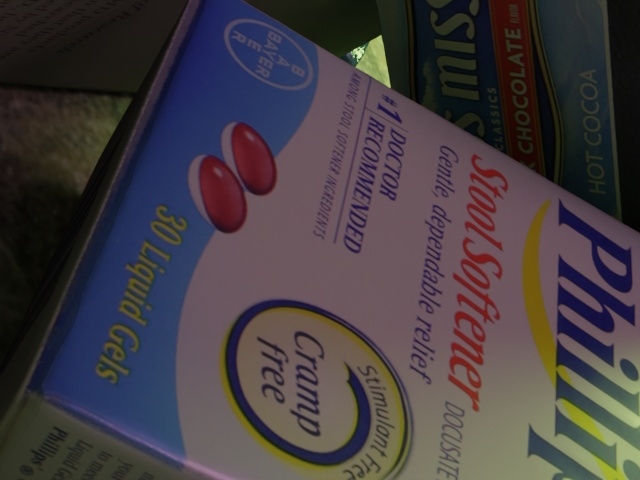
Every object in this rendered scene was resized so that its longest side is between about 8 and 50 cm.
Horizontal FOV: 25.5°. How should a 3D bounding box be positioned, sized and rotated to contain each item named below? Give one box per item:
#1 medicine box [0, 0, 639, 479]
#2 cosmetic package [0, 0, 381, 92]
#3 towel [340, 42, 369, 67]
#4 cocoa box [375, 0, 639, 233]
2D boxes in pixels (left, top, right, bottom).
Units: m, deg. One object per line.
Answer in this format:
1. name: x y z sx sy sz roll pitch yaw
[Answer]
1. medicine box: 0.019 0.077 0.585 0.289 0.149 0.263 28 38 -12
2. cosmetic package: -0.124 -0.204 0.654 0.453 0.161 0.230 -7 74 -63
3. towel: -0.006 -0.175 0.988 0.119 0.029 0.067 54 30 -22
4. cocoa box: 0.191 -0.077 0.778 0.231 0.228 0.347 -49 138 -41
